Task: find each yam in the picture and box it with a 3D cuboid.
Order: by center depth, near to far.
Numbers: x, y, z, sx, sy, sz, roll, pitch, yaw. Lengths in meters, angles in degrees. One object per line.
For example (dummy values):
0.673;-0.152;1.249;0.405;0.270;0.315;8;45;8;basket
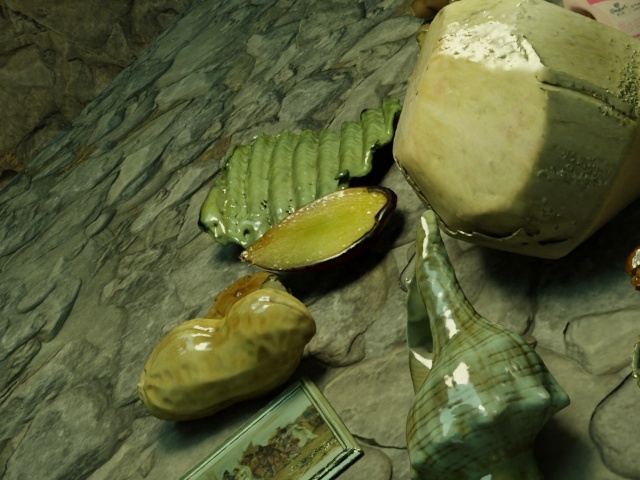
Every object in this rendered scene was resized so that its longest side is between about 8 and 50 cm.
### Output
0.259;-0.494;1.998;0.066;0.066;0.300;-17;33;33;yam

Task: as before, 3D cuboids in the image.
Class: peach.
0.003;0.003;1.509;0.279;0.068;0.189;-19;28;18;peach

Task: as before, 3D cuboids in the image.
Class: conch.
0.168;0.156;0.993;0.203;0.169;0.386;121;159;-52;conch

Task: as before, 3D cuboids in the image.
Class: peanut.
-0.135;0.167;1.341;0.305;0.147;0.147;-23;30;25;peanut

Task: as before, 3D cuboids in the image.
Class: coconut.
0.276;-0.143;1.200;0.352;0.353;0.353;-28;29;17;coconut

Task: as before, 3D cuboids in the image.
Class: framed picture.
-0.089;0.303;1.219;0.274;0.017;0.217;-40;27;-5;framed picture

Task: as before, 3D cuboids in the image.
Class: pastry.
-0.115;0.113;1.476;0.153;0.081;0.153;-36;22;17;pastry

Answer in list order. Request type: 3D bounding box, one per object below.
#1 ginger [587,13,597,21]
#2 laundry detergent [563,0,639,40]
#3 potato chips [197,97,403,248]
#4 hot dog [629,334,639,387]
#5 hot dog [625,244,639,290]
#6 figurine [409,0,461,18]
0.337;-0.308;1.583;0.309;0.107;0.133;7;64;58;ginger
0.404;-0.327;1.277;0.159;0.335;0.088;-8;34;44;laundry detergent
-0.030;-0.129;1.738;0.373;0.097;0.389;-9;37;33;potato chips
0.407;0.115;0.873;0.162;0.082;0.270;-42;29;-7;hot dog
0.423;0.003;1.064;0.165;0.045;0.071;-34;29;5;hot dog
0.311;-0.470;1.810;0.177;0.173;0.247;-31;-6;-36;figurine
